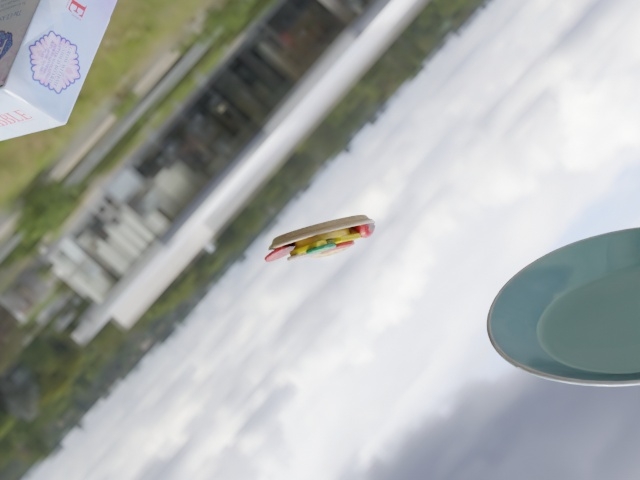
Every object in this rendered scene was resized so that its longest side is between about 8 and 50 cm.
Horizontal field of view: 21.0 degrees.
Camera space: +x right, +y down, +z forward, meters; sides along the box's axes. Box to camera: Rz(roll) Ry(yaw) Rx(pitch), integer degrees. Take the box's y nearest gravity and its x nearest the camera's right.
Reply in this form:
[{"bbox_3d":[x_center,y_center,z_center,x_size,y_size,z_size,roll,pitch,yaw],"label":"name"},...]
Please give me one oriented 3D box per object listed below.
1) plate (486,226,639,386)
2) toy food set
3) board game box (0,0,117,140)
[{"bbox_3d":[0.198,0.045,1.084,0.188,0.024,0.188,-12,-152,6],"label":"plate"},{"bbox_3d":[0.000,0.000,1.255,0.083,0.020,0.083,-12,176,-37],"label":"toy food set"},{"bbox_3d":[-0.265,-0.229,1.484,0.319,0.066,0.318,-6,-122,52],"label":"board game box"}]
